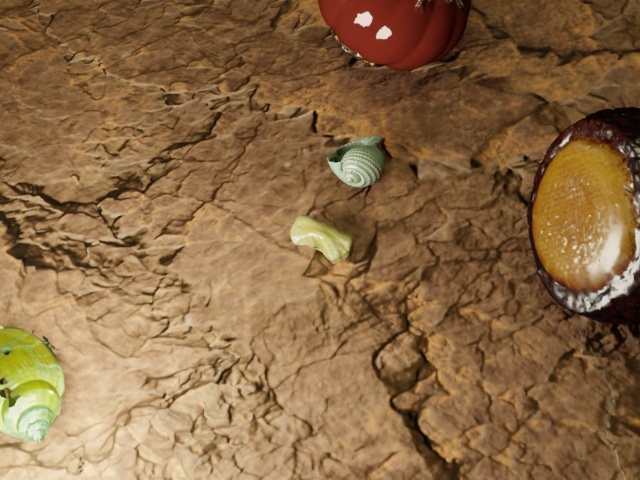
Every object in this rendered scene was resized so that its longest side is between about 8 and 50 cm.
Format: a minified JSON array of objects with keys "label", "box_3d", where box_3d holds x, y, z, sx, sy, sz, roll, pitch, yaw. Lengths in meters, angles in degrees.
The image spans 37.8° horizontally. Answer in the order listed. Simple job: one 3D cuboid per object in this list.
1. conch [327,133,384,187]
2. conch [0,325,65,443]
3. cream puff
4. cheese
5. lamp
[{"label":"conch","box_3d":[0.050,-0.100,1.211,0.076,0.056,0.085,3,25,33]},{"label":"conch","box_3d":[-0.351,0.172,1.104,0.095,0.079,0.200,-7,44,-15]},{"label":"cream puff","box_3d":[0.338,-0.025,1.004,0.165,0.239,0.239,1,51,-24]},{"label":"cheese","box_3d":[0.000,0.000,1.168,0.083,0.030,0.044,25,58,19]},{"label":"lamp","box_3d":[0.103,-0.341,1.266,0.227,0.227,0.227,-5,56,8]}]
